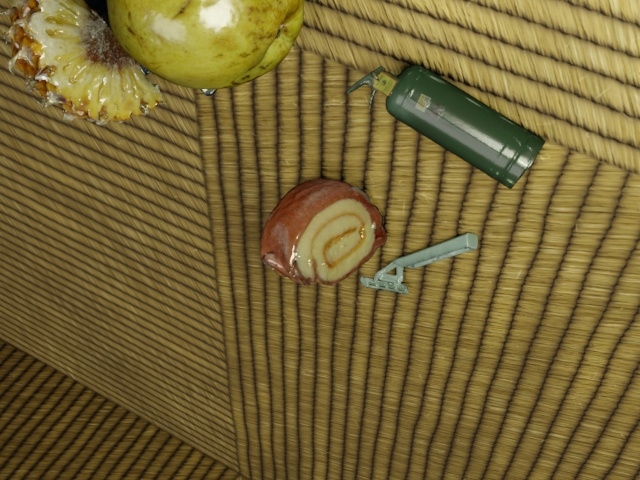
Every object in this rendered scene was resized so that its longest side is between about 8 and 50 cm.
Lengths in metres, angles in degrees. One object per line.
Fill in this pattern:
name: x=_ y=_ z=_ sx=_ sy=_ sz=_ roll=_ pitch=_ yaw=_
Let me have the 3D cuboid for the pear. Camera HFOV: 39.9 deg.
pear: x=-0.175 y=-0.380 z=1.390 sx=0.304 sy=0.304 sz=0.303 roll=24 pitch=144 yaw=19

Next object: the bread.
bread: x=-0.006 y=-0.010 z=1.721 sx=0.123 sy=0.244 sz=0.190 roll=8 pitch=131 yaw=52

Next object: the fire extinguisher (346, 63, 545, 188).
fire extinguisher: x=0.199 y=-0.197 z=1.419 sx=0.311 sy=0.114 sz=0.095 roll=34 pitch=-169 yaw=6

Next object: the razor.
razor: x=0.205 y=0.038 z=1.746 sx=0.111 sy=0.056 sz=0.278 roll=12 pitch=152 yaw=-33

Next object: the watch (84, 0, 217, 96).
watch: x=-0.334 y=-0.396 z=1.631 sx=0.276 sy=0.068 sz=0.274 roll=18 pitch=147 yaw=45

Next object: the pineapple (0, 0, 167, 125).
pineapple: x=-0.515 y=-0.332 z=1.708 sx=0.286 sy=0.209 sz=0.344 roll=14 pitch=150 yaw=51
